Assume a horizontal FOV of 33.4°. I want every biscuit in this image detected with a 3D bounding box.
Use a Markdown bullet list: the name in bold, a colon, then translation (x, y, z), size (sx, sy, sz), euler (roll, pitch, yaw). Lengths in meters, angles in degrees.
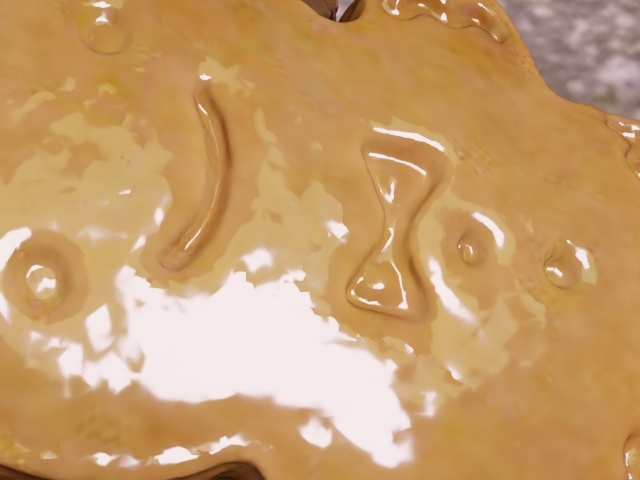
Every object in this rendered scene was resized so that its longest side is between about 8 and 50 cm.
- **biscuit**: translation (0.001, -0.001, 0.388), size (0.354, 0.052, 0.275), euler (18, 63, -12)

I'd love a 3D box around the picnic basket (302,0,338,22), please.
- **picnic basket**: translation (-0.080, -0.095, 0.466), size (0.193, 0.055, 0.110), euler (18, 50, -12)
